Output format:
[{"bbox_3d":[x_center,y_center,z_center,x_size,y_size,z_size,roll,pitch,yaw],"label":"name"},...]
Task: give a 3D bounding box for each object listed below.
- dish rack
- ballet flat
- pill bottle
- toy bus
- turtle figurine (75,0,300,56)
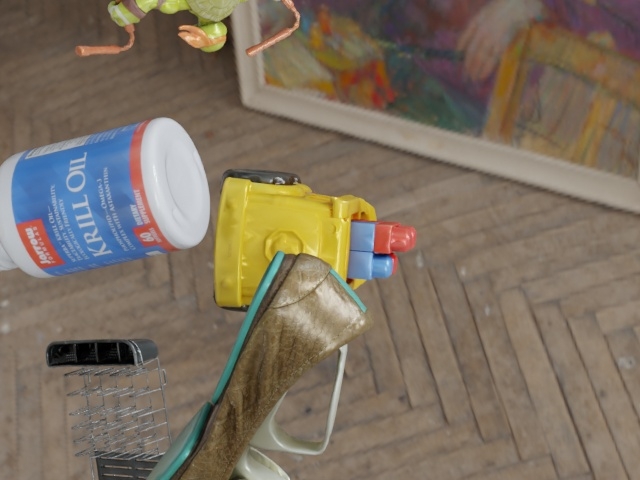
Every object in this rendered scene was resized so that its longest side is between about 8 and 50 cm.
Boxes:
[{"bbox_3d":[-0.321,0.283,1.794,0.208,0.272,0.074,-5,5,38],"label":"dish rack"},{"bbox_3d":[-0.059,0.167,1.003,0.124,0.342,0.116,30,20,-3],"label":"ballet flat"},{"bbox_3d":[-0.226,-0.032,1.063,0.221,0.124,0.124,-13,49,17],"label":"pill bottle"},{"bbox_3d":[0.000,0.000,1.246,0.211,0.220,0.149,3,95,9],"label":"toy bus"},{"bbox_3d":[-0.134,-0.289,1.195,0.269,0.217,0.087,-13,18,-28],"label":"turtle figurine"}]
